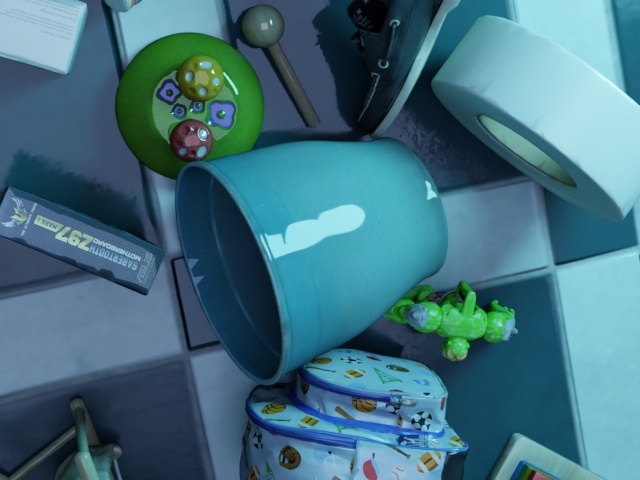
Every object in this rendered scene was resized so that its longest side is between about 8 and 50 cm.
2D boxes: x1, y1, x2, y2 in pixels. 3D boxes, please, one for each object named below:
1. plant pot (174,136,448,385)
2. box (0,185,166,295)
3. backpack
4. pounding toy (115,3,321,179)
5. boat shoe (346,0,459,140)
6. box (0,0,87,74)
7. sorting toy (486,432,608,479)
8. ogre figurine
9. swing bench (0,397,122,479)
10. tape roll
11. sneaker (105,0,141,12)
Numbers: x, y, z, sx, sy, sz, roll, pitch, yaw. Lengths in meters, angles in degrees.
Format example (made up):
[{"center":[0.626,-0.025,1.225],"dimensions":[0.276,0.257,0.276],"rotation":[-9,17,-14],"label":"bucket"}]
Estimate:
[{"center":[0.000,0.000,1.507],"dimensions":[0.255,0.272,0.271],"rotation":[-20,101,-24],"label":"plant pot"},{"center":[-0.281,-0.004,1.450],"dimensions":[0.183,0.233,0.059],"rotation":[24,86,-14],"label":"box"},{"center":[0.033,0.244,1.543],"dimensions":[0.263,0.276,0.213],"rotation":[0,93,-5],"label":"backpack"},{"center":[-0.126,-0.169,1.522],"dimensions":[0.237,0.110,0.183],"rotation":[-24,102,-7],"label":"pounding toy"},{"center":[0.089,-0.265,1.491],"dimensions":[0.113,0.340,0.127],"rotation":[23,48,-3],"label":"boat shoe"},{"center":[-0.329,-0.246,1.475],"dimensions":[0.102,0.101,0.087],"rotation":[15,95,-11],"label":"box"},{"center":[0.316,0.433,1.704],"dimensions":[0.255,0.089,0.257],"rotation":[29,91,-14],"label":"sorting toy"},{"center":[0.164,0.095,1.612],"dimensions":[0.197,0.118,0.097],"rotation":[29,91,-13],"label":"ogre figurine"},{"center":[-0.266,0.355,1.491],"dimensions":[0.165,0.253,0.254],"rotation":[-38,103,-4],"label":"swing bench"},{"center":[0.273,-0.143,1.519],"dimensions":[0.286,0.286,0.100],"rotation":[36,89,-14],"label":"tape roll"},{"center":[-0.252,-0.350,1.510],"dimensions":[0.065,0.061,0.158],"rotation":[-34,105,-33],"label":"sneaker"}]
